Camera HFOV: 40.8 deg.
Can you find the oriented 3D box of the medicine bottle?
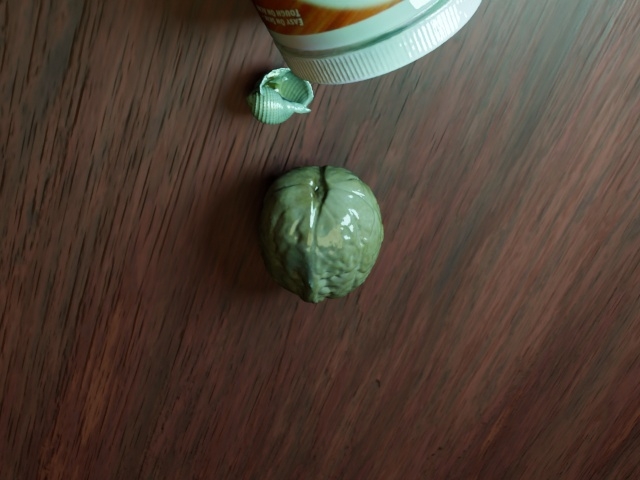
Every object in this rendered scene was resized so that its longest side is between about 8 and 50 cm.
[{"bbox_3d":[0.026,-0.338,0.933,0.252,0.252,0.241,-28,127,5],"label":"medicine bottle"}]

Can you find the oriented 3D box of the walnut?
[{"bbox_3d":[0.000,-0.002,1.220,0.178,0.178,0.230,-5,137,-12],"label":"walnut"}]

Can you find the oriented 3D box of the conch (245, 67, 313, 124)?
[{"bbox_3d":[-0.057,-0.191,1.136,0.085,0.057,0.076,-3,107,-37],"label":"conch"}]
